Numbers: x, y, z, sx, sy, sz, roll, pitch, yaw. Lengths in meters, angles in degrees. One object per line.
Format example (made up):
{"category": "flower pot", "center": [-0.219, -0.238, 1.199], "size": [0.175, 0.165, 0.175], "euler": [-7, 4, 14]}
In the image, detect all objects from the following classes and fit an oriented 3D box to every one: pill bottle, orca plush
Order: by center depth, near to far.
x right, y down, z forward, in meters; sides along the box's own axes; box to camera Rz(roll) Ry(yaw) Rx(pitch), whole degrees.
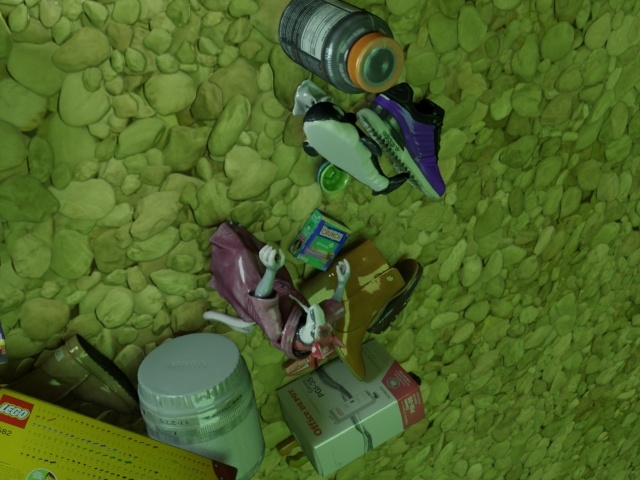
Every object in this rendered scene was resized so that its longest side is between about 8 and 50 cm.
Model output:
{"category": "pill bottle", "center": [0.036, -0.320, 1.143], "size": [0.130, 0.246, 0.130], "euler": [-16, 126, -23]}
{"category": "orca plush", "center": [0.072, -0.189, 1.290], "size": [0.287, 0.151, 0.102], "euler": [28, 68, -36]}

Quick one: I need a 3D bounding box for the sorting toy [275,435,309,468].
{"category": "sorting toy", "center": [0.046, 0.503, 1.797], "size": [0.307, 0.041, 0.229], "euler": [-29, 129, -13]}

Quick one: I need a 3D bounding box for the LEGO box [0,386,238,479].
{"category": "LEGO box", "center": [-0.452, 0.498, 1.216], "size": [0.500, 0.193, 0.372], "euler": [26, 121, -18]}

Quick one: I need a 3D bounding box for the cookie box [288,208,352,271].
{"category": "cookie box", "center": [0.000, 0.000, 1.456], "size": [0.092, 0.040, 0.107], "euler": [26, 102, -39]}

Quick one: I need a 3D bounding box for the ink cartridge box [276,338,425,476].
{"category": "ink cartridge box", "center": [0.069, 0.385, 1.627], "size": [0.283, 0.207, 0.117], "euler": [-26, 127, -16]}

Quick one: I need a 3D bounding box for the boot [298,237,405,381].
{"category": "boot", "center": [0.103, 0.157, 1.547], "size": [0.211, 0.104, 0.295], "euler": [-31, 114, -4]}

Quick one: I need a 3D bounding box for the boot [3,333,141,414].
{"category": "boot", "center": [-0.508, 0.323, 1.323], "size": [0.269, 0.089, 0.236], "euler": [-37, 123, -5]}

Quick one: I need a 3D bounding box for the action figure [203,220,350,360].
{"category": "action figure", "center": [-0.094, 0.120, 1.253], "size": [0.248, 0.370, 0.276], "euler": [22, 104, -40]}

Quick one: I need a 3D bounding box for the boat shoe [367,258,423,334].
{"category": "boat shoe", "center": [0.172, 0.133, 1.626], "size": [0.073, 0.073, 0.207], "euler": [28, 109, -36]}

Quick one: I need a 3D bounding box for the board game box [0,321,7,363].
{"category": "board game box", "center": [-0.603, 0.155, 1.117], "size": [0.170, 0.141, 0.048], "euler": [-7, 121, -28]}

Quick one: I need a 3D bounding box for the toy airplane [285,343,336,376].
{"category": "toy airplane", "center": [-0.025, 0.251, 1.605], "size": [0.151, 0.028, 0.151], "euler": [-16, 125, -24]}

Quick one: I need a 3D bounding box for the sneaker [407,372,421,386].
{"category": "sneaker", "center": [0.207, 0.434, 1.813], "size": [0.178, 0.072, 0.077], "euler": [-40, 143, -29]}

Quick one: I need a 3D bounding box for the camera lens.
{"category": "camera lens", "center": [-0.233, 0.351, 1.381], "size": [0.219, 0.219, 0.274], "euler": [-19, 119, -21]}

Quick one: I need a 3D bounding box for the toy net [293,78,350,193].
{"category": "toy net", "center": [0.022, -0.207, 1.339], "size": [0.122, 0.045, 0.232], "euler": [-29, 129, -13]}

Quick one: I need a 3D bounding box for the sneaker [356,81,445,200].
{"category": "sneaker", "center": [0.207, -0.204, 1.416], "size": [0.146, 0.102, 0.293], "euler": [-45, 131, 0]}
